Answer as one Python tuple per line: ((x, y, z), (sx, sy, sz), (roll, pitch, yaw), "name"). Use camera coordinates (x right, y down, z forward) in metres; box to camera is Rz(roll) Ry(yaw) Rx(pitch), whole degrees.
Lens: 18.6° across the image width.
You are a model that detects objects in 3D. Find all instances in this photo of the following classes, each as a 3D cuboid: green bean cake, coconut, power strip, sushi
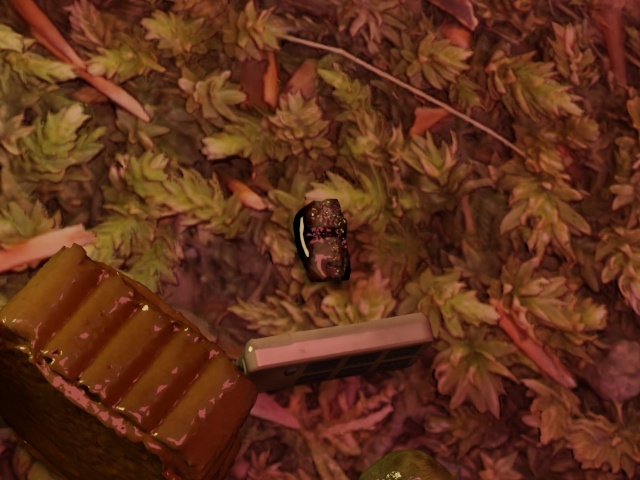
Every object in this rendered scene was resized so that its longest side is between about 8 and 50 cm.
((-0.171, 0.129, 1.645), (0.230, 0.224, 0.131), (37, 64, 7), "green bean cake")
((0.081, 0.228, 1.743), (0.096, 0.088, 0.088), (-28, 77, -17), "coconut")
((0.010, 0.102, 1.776), (0.192, 0.081, 0.035), (-9, 73, -17), "power strip")
((0.000, 0.000, 1.836), (0.046, 0.044, 0.083), (-4, 67, -17), "sushi")
